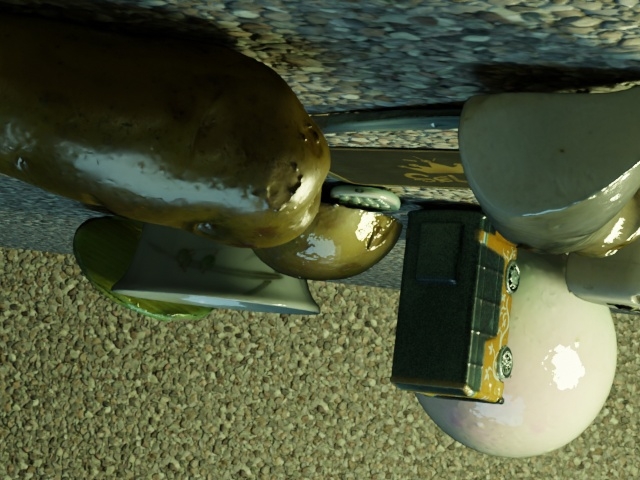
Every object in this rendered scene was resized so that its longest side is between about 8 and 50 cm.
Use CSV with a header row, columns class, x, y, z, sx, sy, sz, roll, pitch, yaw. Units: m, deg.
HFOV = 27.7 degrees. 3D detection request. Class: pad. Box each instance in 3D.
class,x,y,z,sx,sy,sz,roll,pitch,yaw
pad,0.165,-0.051,1.559,0.375,0.063,0.315,4,174,26

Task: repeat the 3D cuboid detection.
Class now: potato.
class,x,y,z,sx,sy,sz,roll,pitch,yaw
potato,-0.165,-0.099,1.038,0.369,0.176,0.195,15,-147,-16
potato,0.000,0.000,1.880,0.239,0.116,0.299,7,-179,-3

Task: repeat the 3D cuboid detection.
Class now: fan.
class,x,y,z,sx,sy,sz,roll,pitch,yaw
fan,0.056,-0.113,1.251,0.282,0.023,0.057,1,-179,39

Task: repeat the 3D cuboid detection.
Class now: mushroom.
class,x,y,z,sx,sy,sz,roll,pitch,yaw
mushroom,0.230,-0.052,1.185,0.177,0.126,0.397,-10,170,10

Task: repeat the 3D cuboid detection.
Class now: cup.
class,x,y,z,sx,sy,sz,roll,pitch,yaw
cup,-0.164,0.027,2.154,0.347,0.163,0.347,6,175,1

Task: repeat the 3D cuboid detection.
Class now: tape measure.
class,x,y,z,sx,sy,sz,roll,pitch,yaw
tape measure,0.495,0.057,1.910,0.265,0.130,0.258,11,178,-17

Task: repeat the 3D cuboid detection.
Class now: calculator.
class,x,y,z,sx,sy,sz,roll,pitch,yaw
calculator,0.062,-0.057,1.782,0.095,0.021,0.153,6,177,9

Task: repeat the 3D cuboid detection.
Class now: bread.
class,x,y,z,sx,sy,sz,roll,pitch,yaw
bread,-0.317,0.057,2.377,0.301,0.045,0.301,23,-154,-12

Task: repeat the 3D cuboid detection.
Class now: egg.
class,x,y,z,sx,sy,sz,roll,pitch,yaw
egg,0.297,0.146,2.098,0.354,0.354,0.340,4,156,17

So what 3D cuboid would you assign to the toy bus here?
class,x,y,z,sx,sy,sz,roll,pitch,yaw
toy bus,0.196,0.089,1.872,0.138,0.275,0.167,2,170,31
